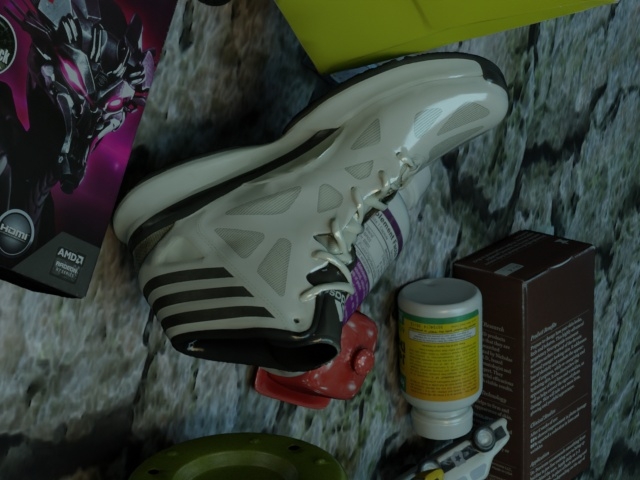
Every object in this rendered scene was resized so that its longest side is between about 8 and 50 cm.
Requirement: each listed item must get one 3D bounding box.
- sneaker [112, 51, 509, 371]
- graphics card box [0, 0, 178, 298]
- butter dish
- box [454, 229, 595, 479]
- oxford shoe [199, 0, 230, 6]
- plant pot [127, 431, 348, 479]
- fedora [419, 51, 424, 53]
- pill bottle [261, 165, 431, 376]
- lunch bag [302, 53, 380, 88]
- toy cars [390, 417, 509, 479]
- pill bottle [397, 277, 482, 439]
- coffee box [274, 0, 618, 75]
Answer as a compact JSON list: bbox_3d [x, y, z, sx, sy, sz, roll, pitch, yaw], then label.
[{"bbox_3d":[0.027,-0.007,1.326,0.448,0.257,0.169,-25,153,0],"label":"sneaker"},{"bbox_3d":[-0.273,-0.153,1.180,0.233,0.094,0.370,30,72,-49],"label":"graphics card box"},{"bbox_3d":[0.017,0.140,1.603,0.160,0.118,0.159,25,82,-48],"label":"butter dish"},{"bbox_3d":[0.311,0.195,1.937,0.191,0.143,0.381,-21,118,-43],"label":"box"},{"bbox_3d":[-0.125,-0.370,1.338,0.096,0.083,0.227,-54,139,-49],"label":"oxford shoe"},{"bbox_3d":[-0.086,0.413,1.378,0.366,0.366,0.352,-20,115,-44],"label":"plant pot"},{"bbox_3d":[0.143,-0.329,1.636,0.194,0.079,0.194,-16,112,-44],"label":"fedora"},{"bbox_3d":[0.000,0.000,1.504,0.301,0.169,0.169,-51,134,-26],"label":"pill bottle"},{"bbox_3d":[0.032,-0.212,1.542,0.071,0.083,0.053,33,76,-48],"label":"lunch bag"},{"bbox_3d":[0.143,0.355,1.741,0.394,0.176,0.087,-21,80,-56],"label":"toy cars"},{"bbox_3d":[0.169,0.167,1.782,0.118,0.118,0.208,-23,117,-43],"label":"pill bottle"},{"bbox_3d":[0.103,-0.425,1.289,0.337,0.338,0.334,55,36,-40],"label":"coffee box"}]
